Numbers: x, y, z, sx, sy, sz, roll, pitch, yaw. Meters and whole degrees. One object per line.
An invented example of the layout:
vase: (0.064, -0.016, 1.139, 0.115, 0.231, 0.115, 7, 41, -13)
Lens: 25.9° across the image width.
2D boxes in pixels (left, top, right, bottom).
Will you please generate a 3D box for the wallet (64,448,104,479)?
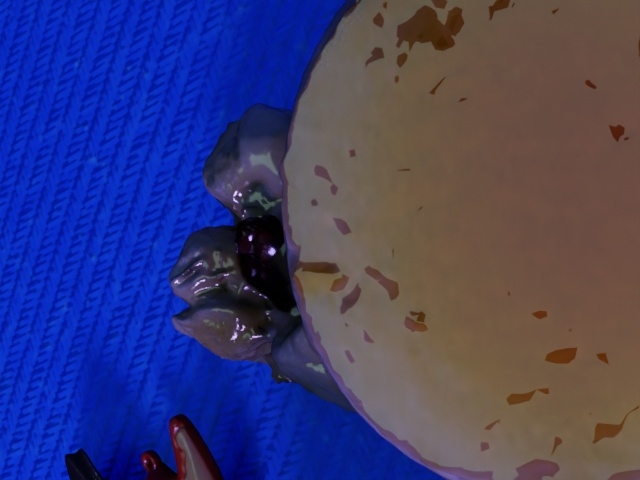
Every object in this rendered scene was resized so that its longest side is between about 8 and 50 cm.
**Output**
wallet: (-0.125, 0.210, 0.933, 0.156, 0.018, 0.082, 52, 161, 23)

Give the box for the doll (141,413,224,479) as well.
doll: (-0.062, 0.201, 0.887, 0.169, 0.057, 0.109, 48, 136, 12)

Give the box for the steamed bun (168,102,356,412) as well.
steamed bun: (0.000, 0.000, 0.801, 0.178, 0.106, 0.192, 14, 98, 35)

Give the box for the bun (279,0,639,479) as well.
bun: (0.135, -0.017, 0.659, 0.299, 0.165, 0.298, 1, 92, 23)
